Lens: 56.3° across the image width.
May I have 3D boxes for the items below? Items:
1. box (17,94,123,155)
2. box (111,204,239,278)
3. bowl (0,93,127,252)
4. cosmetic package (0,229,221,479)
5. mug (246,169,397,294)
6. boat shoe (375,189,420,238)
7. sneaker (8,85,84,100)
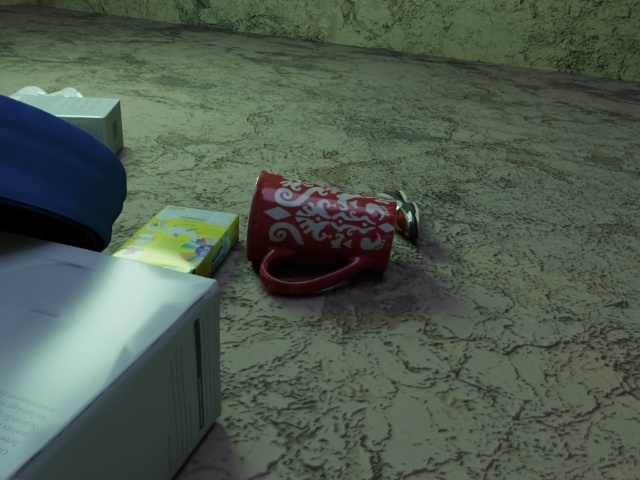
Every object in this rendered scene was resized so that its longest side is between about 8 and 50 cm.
[{"bbox_3d":[-0.445,-0.191,1.043,0.171,0.090,0.130,1,27,-5],"label":"box"},{"bbox_3d":[-0.173,0.013,0.723,0.105,0.043,0.179,8,25,9],"label":"box"},{"bbox_3d":[-0.381,-0.043,0.541,0.392,0.077,0.391,0,-13,0],"label":"bowl"},{"bbox_3d":[-0.220,0.112,0.413,0.224,0.138,0.224,12,26,16],"label":"cosmetic package"},{"bbox_3d":[0.000,-0.001,0.733,0.170,0.150,0.113,8,-9,0],"label":"mug"},{"bbox_3d":[0.109,-0.038,0.848,0.043,0.049,0.137,-4,25,-7],"label":"boat shoe"},{"bbox_3d":[-0.540,-0.239,1.153,0.232,0.090,0.115,9,33,31],"label":"sneaker"}]
